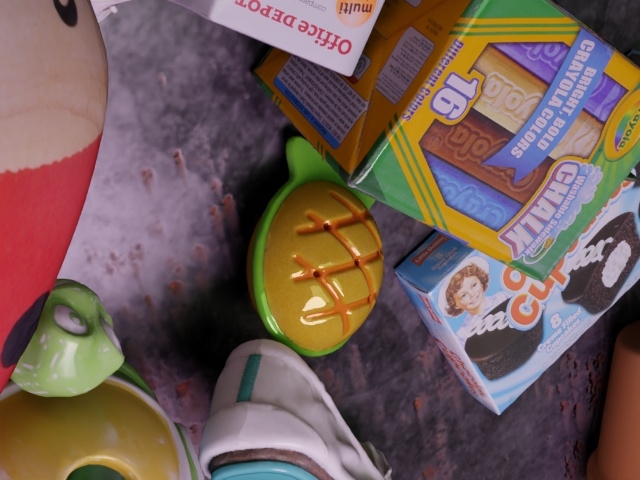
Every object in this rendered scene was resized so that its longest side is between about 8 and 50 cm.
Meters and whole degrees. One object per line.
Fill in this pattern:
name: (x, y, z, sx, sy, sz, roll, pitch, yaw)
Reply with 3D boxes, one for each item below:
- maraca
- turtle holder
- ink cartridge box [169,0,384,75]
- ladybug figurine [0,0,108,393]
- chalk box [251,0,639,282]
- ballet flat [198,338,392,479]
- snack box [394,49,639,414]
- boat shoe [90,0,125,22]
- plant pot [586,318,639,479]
maraca: (0.000, 0.000, 0.933, 0.127, 0.099, 0.185, 26, 69, -43)
turtle holder: (-0.172, 0.184, 0.811, 0.243, 0.227, 0.320, 22, 98, -39)
ink cartridge box: (-0.023, -0.220, 0.786, 0.128, 0.127, 0.176, 15, 103, -39)
ladybug figurine: (-0.245, 0.007, 0.615, 0.162, 0.305, 0.449, 18, 118, -33)
chalk box: (0.130, -0.102, 0.901, 0.289, 0.180, 0.179, 26, 106, -39)
ballet flat: (0.007, 0.206, 0.998, 0.139, 0.139, 0.400, -42, 144, -11)
snack box: (0.233, -0.007, 1.111, 0.322, 0.060, 0.187, -42, 129, -11)
boat shoe: (-0.149, -0.172, 0.692, 0.277, 0.098, 0.096, 9, 129, 3)
plant pot: (0.413, 0.189, 1.210, 0.291, 0.291, 0.203, -15, 102, -29)
